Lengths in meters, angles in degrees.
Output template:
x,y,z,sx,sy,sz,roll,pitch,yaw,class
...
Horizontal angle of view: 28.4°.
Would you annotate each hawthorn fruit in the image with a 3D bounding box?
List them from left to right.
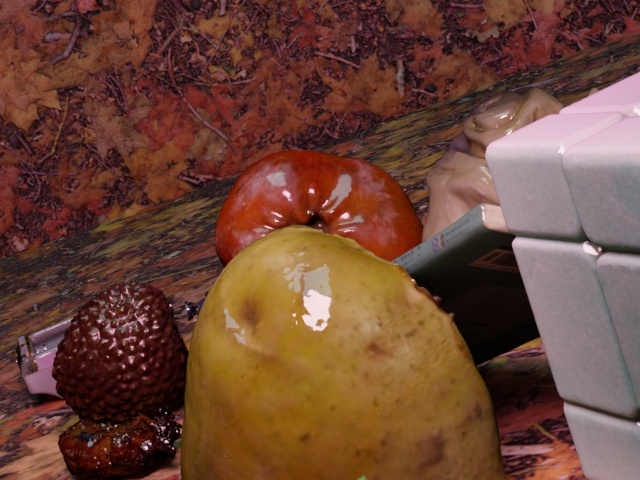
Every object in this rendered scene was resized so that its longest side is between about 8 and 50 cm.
x,y,z,sx,sy,sz,roll,pitch,yaw,class
0.000,0.000,1.697,0.284,0.284,0.284,-19,13,5,hawthorn fruit

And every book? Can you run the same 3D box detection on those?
x,y,z,sx,sy,sz,roll,pitch,yaw,class
0.150,0.060,1.231,0.264,0.031,0.379,8,-25,-30,book

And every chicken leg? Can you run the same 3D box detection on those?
x,y,z,sx,sy,sz,roll,pitch,yaw,class
-0.247,0.244,1.524,0.234,0.063,0.105,-11,11,36,chicken leg

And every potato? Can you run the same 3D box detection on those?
x,y,z,sx,sy,sz,roll,pitch,yaw,class
-0.035,0.148,1.134,0.330,0.280,0.213,-3,19,47,potato

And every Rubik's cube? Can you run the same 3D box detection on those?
x,y,z,sx,sy,sz,roll,pitch,yaw,class
0.371,0.016,0.968,0.319,0.321,0.316,-25,13,-25,Rubik's cube

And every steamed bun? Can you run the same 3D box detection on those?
x,y,z,sx,sy,sz,roll,pitch,yaw,class
0.269,-0.076,1.545,0.394,0.237,0.346,-28,-4,3,steamed bun

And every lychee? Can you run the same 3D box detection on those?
x,y,z,sx,sy,sz,roll,pitch,yaw,class
-0.261,0.153,1.652,0.188,0.188,0.188,-19,13,5,lychee

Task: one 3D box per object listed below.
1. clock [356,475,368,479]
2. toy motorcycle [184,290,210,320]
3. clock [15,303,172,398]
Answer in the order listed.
x,y,z,sx,sy,sz,roll,pitch,yaw,class
-0.023,0.297,0.820,0.255,0.106,0.220,-37,10,-2,clock
-0.135,0.133,1.706,0.076,0.114,0.205,-12,9,-3,toy motorcycle
-0.346,0.159,1.969,0.253,0.083,0.186,-23,14,-11,clock
